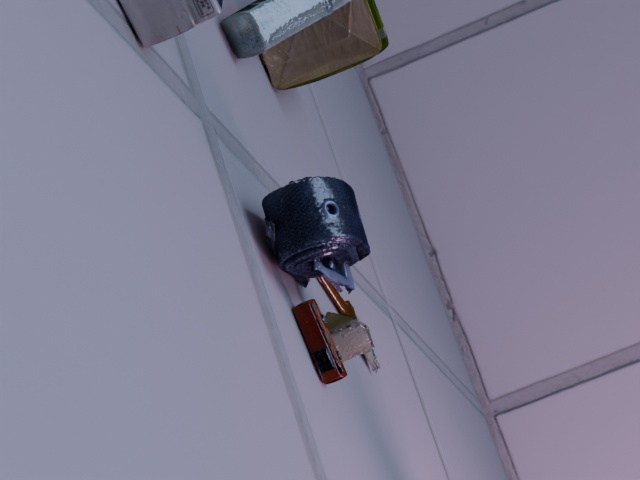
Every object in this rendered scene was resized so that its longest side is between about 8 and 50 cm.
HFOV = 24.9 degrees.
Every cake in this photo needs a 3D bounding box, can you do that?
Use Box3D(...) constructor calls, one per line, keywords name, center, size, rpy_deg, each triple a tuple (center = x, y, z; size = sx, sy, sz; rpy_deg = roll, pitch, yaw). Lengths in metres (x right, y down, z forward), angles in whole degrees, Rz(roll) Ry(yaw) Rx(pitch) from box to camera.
Box3D(name="cake", center=(0.020, 0.129, 1.981), size=(0.052, 0.065, 0.121), rpy_deg=(65, -13, -14))

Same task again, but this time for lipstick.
Box3D(name="lipstick", center=(-0.033, -0.366, 2.241), size=(0.290, 0.077, 0.076), rpy_deg=(-39, 112, -41))

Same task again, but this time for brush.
Box3D(name="brush", center=(0.019, 0.079, 2.143), size=(0.090, 0.017, 0.314), rpy_deg=(-107, 169, -46))

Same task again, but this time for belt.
Box3D(name="belt", center=(0.000, -0.001, 1.870), size=(0.218, 0.122, 0.128), rpy_deg=(39, 33, -74))

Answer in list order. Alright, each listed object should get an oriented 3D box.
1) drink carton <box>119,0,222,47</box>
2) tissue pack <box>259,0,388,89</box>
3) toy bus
Box3D(name="drink carton", center=(-0.182, -0.326, 1.676), size=(0.134, 0.102, 0.222), rpy_deg=(62, 9, -21))
Box3D(name="tissue pack", center=(0.000, -0.369, 2.515), size=(0.274, 0.200, 0.167), rpy_deg=(-56, 125, -80))
Box3D(name="toy bus", center=(-0.001, 0.129, 1.843), size=(0.110, 0.031, 0.043), rpy_deg=(66, 11, 2))
